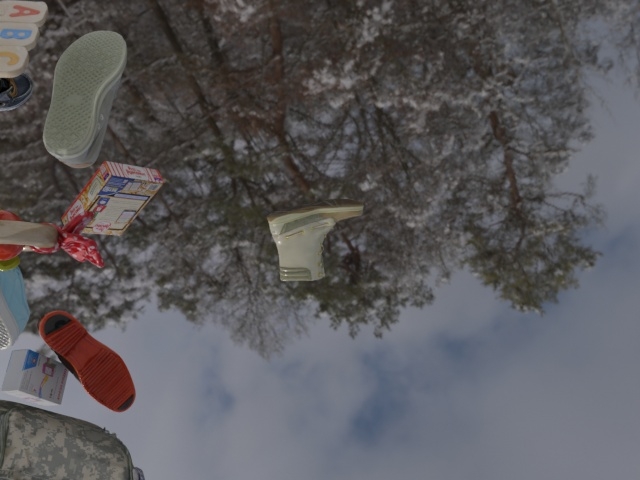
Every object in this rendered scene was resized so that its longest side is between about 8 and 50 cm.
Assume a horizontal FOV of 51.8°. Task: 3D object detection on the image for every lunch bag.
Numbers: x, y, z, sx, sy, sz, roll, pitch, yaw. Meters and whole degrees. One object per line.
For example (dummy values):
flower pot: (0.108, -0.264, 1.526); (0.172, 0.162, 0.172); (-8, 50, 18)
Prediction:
lunch bag: (-0.509, 0.441, 1.229); (0.256, 0.305, 0.213); (3, -112, 56)

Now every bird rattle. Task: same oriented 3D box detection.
bird rattle: (-0.489, 0.003, 1.057); (0.253, 0.143, 0.207); (7, 179, 12)

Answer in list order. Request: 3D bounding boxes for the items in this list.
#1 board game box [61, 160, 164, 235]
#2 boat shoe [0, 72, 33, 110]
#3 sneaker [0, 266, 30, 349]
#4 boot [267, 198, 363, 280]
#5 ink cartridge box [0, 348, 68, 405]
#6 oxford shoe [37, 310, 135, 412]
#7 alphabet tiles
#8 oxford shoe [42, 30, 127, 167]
board game box: (-0.467, -0.090, 1.485); (0.193, 0.146, 0.045); (-44, -116, 25)
boat shoe: (-0.497, -0.238, 1.023); (0.083, 0.065, 0.183); (-14, -164, 25)
sneaker: (-0.810, 0.084, 1.613); (0.135, 0.366, 0.150); (3, -149, 4)
boot: (0.000, 0.000, 1.464); (0.213, 0.165, 0.077); (-11, -166, -3)
ink cartridge box: (-0.595, 0.290, 1.385); (0.052, 0.122, 0.089); (-9, -120, 21)
oxford shoe: (-0.500, 0.256, 1.417); (0.097, 0.271, 0.098); (-42, -162, -28)
alphabet tiles: (-0.492, -0.259, 0.803); (0.277, 0.021, 0.284); (2, -134, -8)
oxford shoe: (-0.611, -0.373, 1.726); (0.169, 0.130, 0.450); (4, -121, 0)
